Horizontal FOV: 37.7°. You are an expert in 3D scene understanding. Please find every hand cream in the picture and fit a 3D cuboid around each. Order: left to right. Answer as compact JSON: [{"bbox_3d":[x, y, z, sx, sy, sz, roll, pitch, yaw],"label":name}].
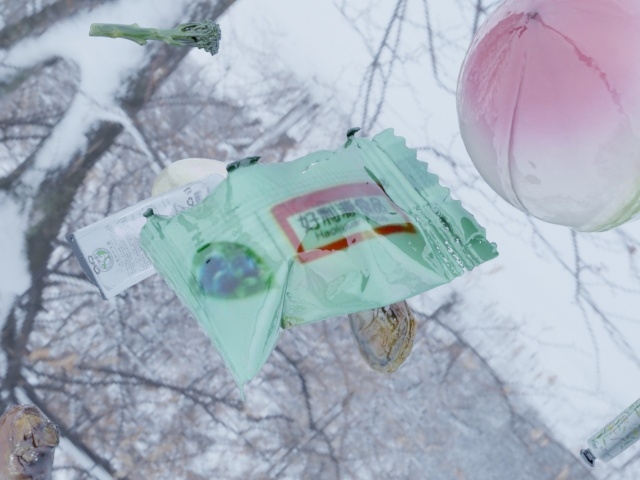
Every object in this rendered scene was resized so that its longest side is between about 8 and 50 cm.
[{"bbox_3d":[-0.243,-0.015,1.418,0.121,0.336,0.076,65,-154,-1],"label":"hand cream"},{"bbox_3d":[0.459,0.264,1.361,0.067,0.194,0.042,42,-156,-6],"label":"hand cream"}]

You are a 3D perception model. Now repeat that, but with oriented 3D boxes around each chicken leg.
[{"bbox_3d":[-0.407,0.362,1.293,0.113,0.093,0.304,36,129,46],"label":"chicken leg"}]

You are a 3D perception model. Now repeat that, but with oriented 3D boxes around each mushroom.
[{"bbox_3d":[-0.253,-0.070,2.044,0.246,0.202,0.246,23,-155,-12],"label":"mushroom"}]

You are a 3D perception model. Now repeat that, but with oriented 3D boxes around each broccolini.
[{"bbox_3d":[-0.270,-0.348,1.545,0.216,0.058,0.067,3,175,-16],"label":"broccolini"}]

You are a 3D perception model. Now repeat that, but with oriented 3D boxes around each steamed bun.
[{"bbox_3d":[0.280,-0.169,1.022,0.309,0.309,0.309,47,180,0],"label":"steamed bun"}]

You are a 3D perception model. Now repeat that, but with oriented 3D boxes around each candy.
[{"bbox_3d":[0.000,0.003,1.206,0.263,0.397,0.172,60,158,17],"label":"candy"}]

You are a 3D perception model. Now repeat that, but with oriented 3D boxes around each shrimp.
[{"bbox_3d":[0.090,0.106,1.488,0.066,0.117,0.262,32,-157,-37],"label":"shrimp"}]
